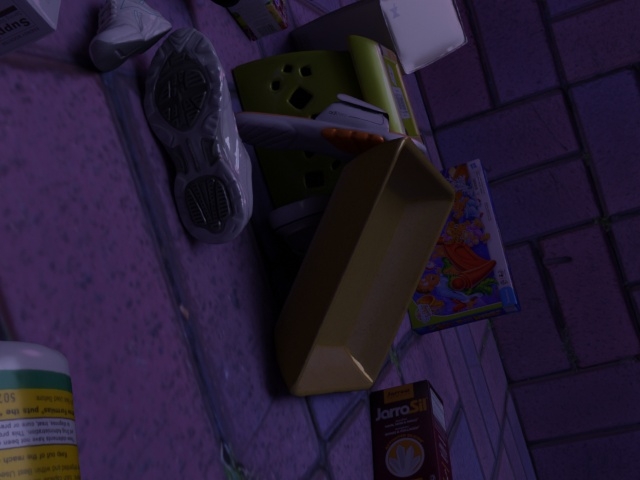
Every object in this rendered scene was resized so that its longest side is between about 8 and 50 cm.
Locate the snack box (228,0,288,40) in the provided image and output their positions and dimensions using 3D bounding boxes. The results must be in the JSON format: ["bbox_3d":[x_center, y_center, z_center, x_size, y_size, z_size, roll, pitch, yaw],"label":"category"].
[{"bbox_3d":[-0.125,-0.433,1.152,0.207,0.070,0.175,43,35,-55],"label":"snack box"}]

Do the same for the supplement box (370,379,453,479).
[{"bbox_3d":[0.143,0.327,1.219,0.081,0.104,0.188,56,24,-43],"label":"supplement box"}]

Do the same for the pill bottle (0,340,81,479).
[{"bbox_3d":[-0.174,0.163,0.379,0.117,0.117,0.209,29,47,-66],"label":"pill bottle"}]

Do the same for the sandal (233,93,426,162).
[{"bbox_3d":[0.011,-0.156,1.001,0.102,0.265,0.076,115,-16,-75],"label":"sandal"}]

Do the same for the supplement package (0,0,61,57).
[{"bbox_3d":[-0.265,-0.216,0.417,0.244,0.133,0.139,52,27,-48],"label":"supplement package"}]

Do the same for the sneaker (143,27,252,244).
[{"bbox_3d":[-0.127,-0.114,0.856,0.115,0.090,0.232,-35,117,-79],"label":"sneaker"}]

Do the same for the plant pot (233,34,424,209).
[{"bbox_3d":[0.029,-0.179,1.164,0.228,0.207,0.227,-25,98,-73],"label":"plant pot"}]

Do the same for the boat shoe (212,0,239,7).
[{"bbox_3d":[-0.175,-0.371,0.872,0.340,0.127,0.113,30,69,-69],"label":"boat shoe"}]

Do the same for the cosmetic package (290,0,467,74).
[{"bbox_3d":[0.094,-0.356,1.352,0.296,0.153,0.129,8,-55,61],"label":"cosmetic package"}]

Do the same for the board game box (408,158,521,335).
[{"bbox_3d":[0.292,0.016,1.745,0.078,0.233,0.347,37,39,-62],"label":"board game box"}]

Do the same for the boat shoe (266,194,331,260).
[{"bbox_3d":[0.000,0.000,1.113,0.267,0.096,0.088,35,37,-76],"label":"boat shoe"}]

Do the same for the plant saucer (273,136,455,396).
[{"bbox_3d":[0.057,0.040,1.051,0.333,0.080,0.332,-66,157,0],"label":"plant saucer"}]

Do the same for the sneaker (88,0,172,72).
[{"bbox_3d":[-0.200,-0.210,0.766,0.061,0.053,0.152,52,20,-15],"label":"sneaker"}]
